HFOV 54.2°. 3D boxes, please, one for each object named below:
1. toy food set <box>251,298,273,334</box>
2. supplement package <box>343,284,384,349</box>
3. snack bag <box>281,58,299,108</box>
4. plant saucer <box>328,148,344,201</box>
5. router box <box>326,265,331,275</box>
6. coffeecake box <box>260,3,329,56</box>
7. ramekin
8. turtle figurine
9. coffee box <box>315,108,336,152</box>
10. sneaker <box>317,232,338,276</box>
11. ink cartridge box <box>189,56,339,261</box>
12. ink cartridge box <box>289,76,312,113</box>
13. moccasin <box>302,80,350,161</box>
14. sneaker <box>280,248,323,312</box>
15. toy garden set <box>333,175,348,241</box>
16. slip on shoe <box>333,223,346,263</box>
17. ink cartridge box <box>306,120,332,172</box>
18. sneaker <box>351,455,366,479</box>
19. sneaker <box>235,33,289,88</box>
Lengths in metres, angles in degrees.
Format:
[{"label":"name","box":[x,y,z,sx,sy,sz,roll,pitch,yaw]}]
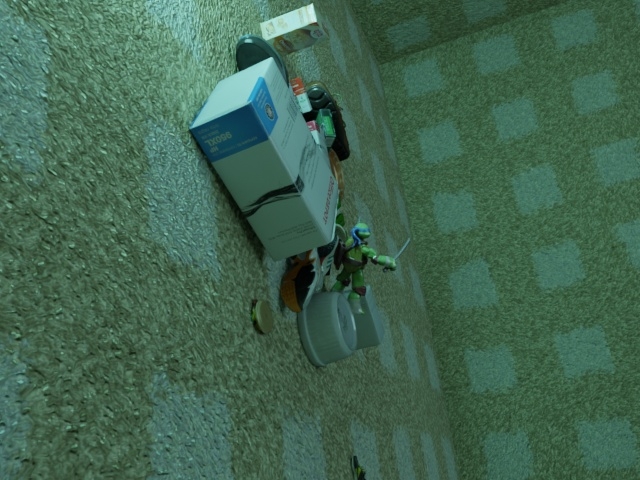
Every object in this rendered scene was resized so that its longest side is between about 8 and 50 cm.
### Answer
[{"label":"toy food set","box":[-0.132,0.174,1.433,0.083,0.020,0.083,-80,151,-53]},{"label":"supplement package","box":[0.135,0.257,2.081,0.105,0.105,0.179,-50,123,-71]},{"label":"snack bag","box":[-0.102,-0.399,1.934,0.342,0.037,0.323,-73,147,-71]},{"label":"plant saucer","box":[0.038,-0.236,2.280,0.200,0.037,0.200,-9,90,-70]},{"label":"router box","box":[0.000,0.000,1.917,0.133,0.046,0.179,-79,160,-56]},{"label":"coffeecake box","box":[-0.081,-0.683,2.043,0.142,0.185,0.068,17,60,-70]},{"label":"ramekin","box":[0.025,0.239,1.734,0.207,0.109,0.207,-14,90,-73]},{"label":"turtle figurine","box":[0.140,0.080,1.933,0.274,0.197,0.266,-19,128,-73]},{"label":"coffee box","box":[0.002,-0.339,2.097,0.184,0.040,0.113,119,-36,-60]},{"label":"sneaker","box":[0.008,0.052,1.840,0.161,0.057,0.075,-65,163,-3]},{"label":"ink cartridge box","box":[-0.114,-0.192,1.514,0.395,0.166,0.285,60,22,-28]},{"label":"ink cartridge box","box":[-0.077,-0.482,2.098,0.029,0.062,0.115,-61,133,-64]},{"label":"moccasin","box":[0.025,-0.444,2.265,0.380,0.139,0.147,50,28,-55]},{"label":"sneaker","box":[-0.032,0.114,1.673,0.262,0.099,0.121,-79,148,-54]},{"label":"toy garden set","box":[0.018,-0.066,2.071,0.204,0.049,0.244,-47,130,-59]},{"label":"slip on shoe","box":[0.056,0.015,2.024,0.041,0.051,0.135,-53,142,-64]},{"label":"ink cartridge box","box":[-0.018,-0.280,1.944,0.109,0.063,0.150,32,46,-72]},{"label":"sneaker","box":[0.112,0.656,1.785,0.031,0.035,0.083,28,50,-69]},{"label":"sneaker","box":[-0.147,-0.388,1.691,0.341,0.125,0.139,70,22,-11]}]
